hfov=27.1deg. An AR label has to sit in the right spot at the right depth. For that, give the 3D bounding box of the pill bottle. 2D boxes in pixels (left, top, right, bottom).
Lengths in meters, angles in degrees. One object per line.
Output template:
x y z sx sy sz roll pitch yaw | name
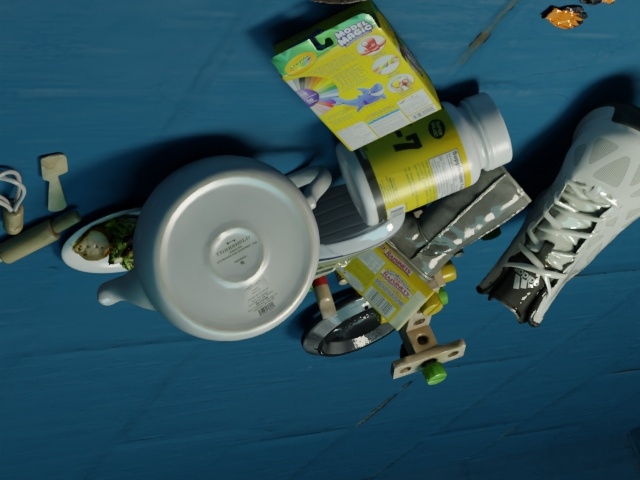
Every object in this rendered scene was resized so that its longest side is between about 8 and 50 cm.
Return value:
0.135 -0.110 1.729 0.208 0.119 0.119 -22 158 -5 | pill bottle

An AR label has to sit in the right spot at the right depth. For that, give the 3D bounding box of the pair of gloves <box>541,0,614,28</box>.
0.317 -0.284 1.610 0.074 0.010 0.083 7 147 -45 | pair of gloves

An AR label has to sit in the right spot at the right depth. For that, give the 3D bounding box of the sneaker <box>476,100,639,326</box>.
0.374 -0.005 1.952 0.257 0.169 0.447 -56 174 -25 | sneaker

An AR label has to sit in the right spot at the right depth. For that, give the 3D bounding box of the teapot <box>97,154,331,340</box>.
-0.128 -0.001 1.716 0.256 0.253 0.187 14 -175 -20 | teapot

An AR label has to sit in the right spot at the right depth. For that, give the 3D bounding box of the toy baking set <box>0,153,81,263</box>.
-0.395 -0.026 1.651 0.256 0.030 0.197 -23 157 13 | toy baking set

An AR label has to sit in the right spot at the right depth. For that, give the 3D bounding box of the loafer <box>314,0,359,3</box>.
0.131 -0.299 1.266 0.365 0.134 0.130 -17 158 -2 | loafer

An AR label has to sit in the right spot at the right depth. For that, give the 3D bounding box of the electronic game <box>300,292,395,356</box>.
0.071 0.141 2.377 0.229 0.048 0.229 -22 157 -10 | electronic game

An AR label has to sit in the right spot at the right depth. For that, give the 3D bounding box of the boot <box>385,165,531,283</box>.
0.175 -0.056 1.934 0.208 0.076 0.189 -42 111 17 | boot

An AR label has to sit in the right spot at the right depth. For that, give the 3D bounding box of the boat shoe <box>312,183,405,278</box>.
0.000 0.000 1.872 0.302 0.109 0.094 -15 139 34 | boat shoe

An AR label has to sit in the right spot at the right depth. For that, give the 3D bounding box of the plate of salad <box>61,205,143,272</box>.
-0.254 0.008 1.816 0.199 0.048 0.200 -16 157 -7 | plate of salad

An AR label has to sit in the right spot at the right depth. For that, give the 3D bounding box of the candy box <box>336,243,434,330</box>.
0.065 0.032 1.927 0.027 0.206 0.105 -40 172 -39 | candy box

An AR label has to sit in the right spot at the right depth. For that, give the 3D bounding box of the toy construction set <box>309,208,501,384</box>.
0.116 0.100 2.062 0.308 0.237 0.257 -1 153 -34 | toy construction set

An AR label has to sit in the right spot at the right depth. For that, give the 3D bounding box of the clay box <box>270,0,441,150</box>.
0.039 -0.195 1.529 0.127 0.053 0.222 -24 147 15 | clay box
